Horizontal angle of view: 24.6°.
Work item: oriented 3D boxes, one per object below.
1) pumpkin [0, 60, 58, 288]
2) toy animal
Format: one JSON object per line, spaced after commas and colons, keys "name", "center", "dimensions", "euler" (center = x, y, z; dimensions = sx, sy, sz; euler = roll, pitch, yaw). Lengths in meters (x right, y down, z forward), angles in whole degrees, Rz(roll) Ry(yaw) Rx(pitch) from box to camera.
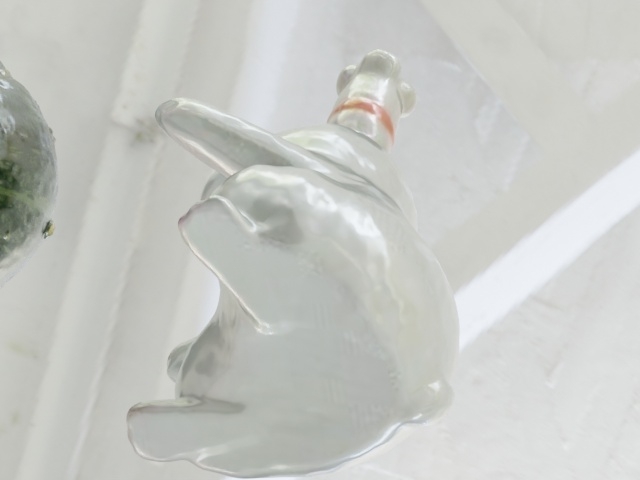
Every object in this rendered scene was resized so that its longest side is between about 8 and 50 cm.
{"name": "pumpkin", "center": [-0.246, -0.040, 0.833], "dimensions": [0.190, 0.146, 0.190], "euler": [-5, -112, 12]}
{"name": "toy animal", "center": [-0.014, 0.002, 0.695], "dimensions": [0.138, 0.282, 0.141], "euler": [5, -66, -6]}
